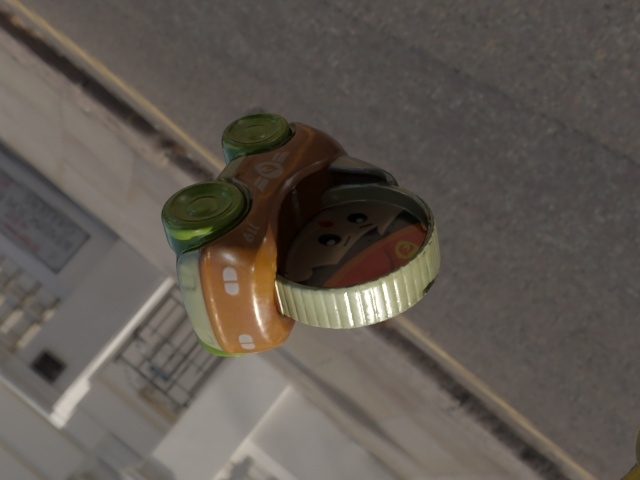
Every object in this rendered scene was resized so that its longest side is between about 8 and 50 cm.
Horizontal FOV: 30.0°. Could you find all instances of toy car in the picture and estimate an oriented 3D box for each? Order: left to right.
[{"bbox_3d":[0.000,0.000,1.034,0.235,0.235,0.145,27,141,39],"label":"toy car"}]

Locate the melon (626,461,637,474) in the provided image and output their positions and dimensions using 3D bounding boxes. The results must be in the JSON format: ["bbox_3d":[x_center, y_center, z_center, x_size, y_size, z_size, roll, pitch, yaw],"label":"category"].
[{"bbox_3d":[0.424,0.338,1.205,0.302,0.237,0.237,58,161,-11],"label":"melon"}]

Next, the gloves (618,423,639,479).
[{"bbox_3d":[0.073,0.194,0.451,0.133,0.294,0.116,18,139,58],"label":"gloves"}]
